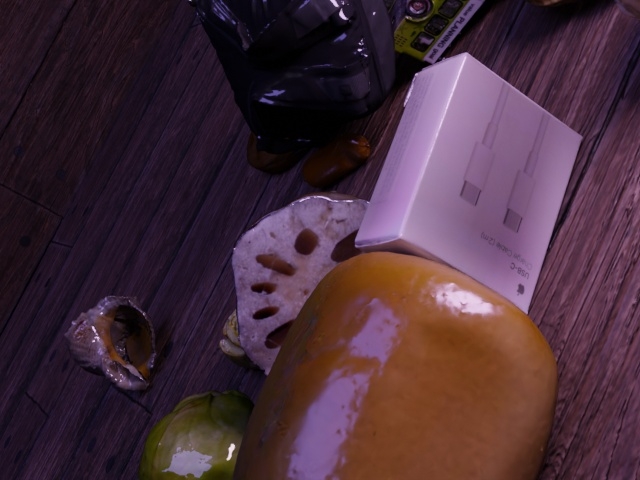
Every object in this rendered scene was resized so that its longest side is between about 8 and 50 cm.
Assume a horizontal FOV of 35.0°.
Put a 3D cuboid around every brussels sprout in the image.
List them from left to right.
[{"bbox_3d":[-0.163,0.316,1.484,0.223,0.161,0.223,-37,32,29],"label":"brussels sprout"}]

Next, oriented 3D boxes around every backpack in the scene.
[{"bbox_3d":[-0.038,-0.326,1.680,0.255,0.363,0.446,-31,15,-24],"label":"backpack"}]

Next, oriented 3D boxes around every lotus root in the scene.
[{"bbox_3d":[-0.013,0.059,1.417,0.272,0.272,0.192,-60,15,-1],"label":"lotus root"}]

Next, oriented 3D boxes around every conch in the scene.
[{"bbox_3d":[-0.412,0.212,2.082,0.245,0.163,0.178,40,118,35],"label":"conch"}]

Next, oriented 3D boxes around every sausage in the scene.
[{"bbox_3d":[0.028,-0.140,1.750,0.183,0.062,0.054,-32,10,47],"label":"sausage"}]

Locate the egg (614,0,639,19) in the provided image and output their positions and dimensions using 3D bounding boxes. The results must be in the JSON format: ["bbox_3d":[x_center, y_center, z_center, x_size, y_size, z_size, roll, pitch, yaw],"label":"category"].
[{"bbox_3d":[0.405,-0.356,1.127,0.183,0.183,0.217,-12,62,58],"label":"egg"}]

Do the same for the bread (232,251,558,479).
[{"bbox_3d":[0.062,0.206,1.084,0.376,0.253,0.348,-63,21,-11],"label":"bread"}]

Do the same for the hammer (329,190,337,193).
[{"bbox_3d":[0.000,0.000,1.699,0.062,0.013,0.199,-29,39,47],"label":"hammer"}]

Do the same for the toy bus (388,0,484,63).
[{"bbox_3d":[0.225,-0.416,1.598,0.301,0.139,0.113,-49,25,39],"label":"toy bus"}]

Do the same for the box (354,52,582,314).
[{"bbox_3d":[0.179,-0.061,1.206,0.106,0.203,0.251,-8,56,58],"label":"box"}]

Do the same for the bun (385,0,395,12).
[{"bbox_3d":[0.122,-0.542,1.830,0.362,0.211,0.362,-45,27,31],"label":"bun"}]

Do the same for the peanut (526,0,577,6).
[{"bbox_3d":[0.348,-0.410,1.383,0.233,0.110,0.196,-21,50,54],"label":"peanut"}]

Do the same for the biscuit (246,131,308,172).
[{"bbox_3d":[-0.028,-0.300,2.024,0.367,0.063,0.314,-61,24,-5],"label":"biscuit"}]

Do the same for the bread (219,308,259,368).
[{"bbox_3d":[-0.107,0.152,1.674,0.156,0.064,0.117,-3,56,62],"label":"bread"}]
